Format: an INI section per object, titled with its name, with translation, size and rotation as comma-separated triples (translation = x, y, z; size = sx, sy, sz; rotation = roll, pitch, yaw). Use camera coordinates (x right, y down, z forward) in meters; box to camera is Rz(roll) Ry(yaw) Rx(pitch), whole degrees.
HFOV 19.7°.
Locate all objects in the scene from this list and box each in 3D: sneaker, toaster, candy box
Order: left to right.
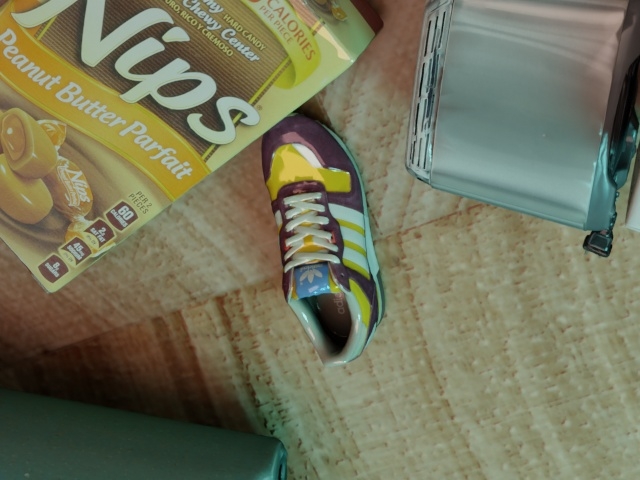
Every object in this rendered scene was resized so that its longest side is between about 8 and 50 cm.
[candy box]
translation = -0.134, -0.122, 1.306
size = 0.316, 0.087, 0.183
rotation = -35, 101, 29
[sneaker]
translation = 0.000, 0.000, 1.335
size = 0.069, 0.084, 0.185
rotation = -15, 108, 19
[toaster]
translation = 0.143, -0.106, 1.234
size = 0.146, 0.129, 0.227
rotation = 13, 121, 13

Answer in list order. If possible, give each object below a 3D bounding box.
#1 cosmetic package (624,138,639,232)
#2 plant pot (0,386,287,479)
[cosmetic package]
translation = 0.307, -0.180, 1.115
size = 0.155, 0.197, 0.365
rotation = 16, 110, 7
[plant pot]
translation = -0.201, 0.256, 1.375
size = 0.334, 0.341, 0.341
rotation = 4, 113, 4
